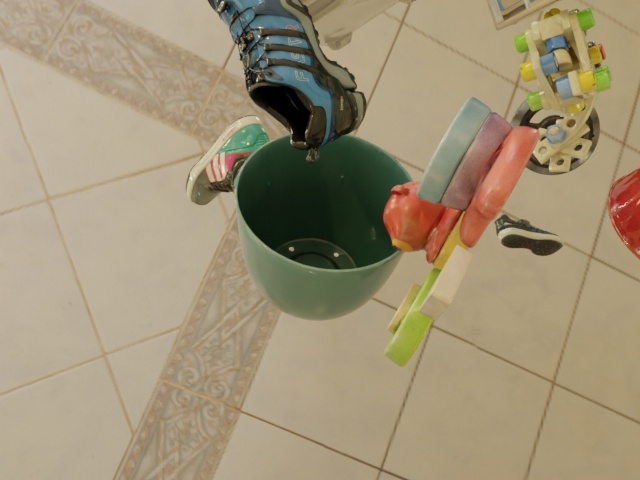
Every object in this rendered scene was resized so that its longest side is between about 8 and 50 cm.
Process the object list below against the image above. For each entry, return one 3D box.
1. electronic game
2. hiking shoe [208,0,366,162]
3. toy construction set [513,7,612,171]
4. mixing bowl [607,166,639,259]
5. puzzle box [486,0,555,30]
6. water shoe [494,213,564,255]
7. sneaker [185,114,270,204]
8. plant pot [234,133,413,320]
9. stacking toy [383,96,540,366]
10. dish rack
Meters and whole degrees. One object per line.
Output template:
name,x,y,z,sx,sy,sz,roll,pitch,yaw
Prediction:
electronic game,0.615,-0.285,1.761,0.230,0.048,0.229,2,106,9
hiking shoe,-0.065,-0.260,0.938,0.304,0.113,0.132,48,50,0
toy construction set,0.413,-0.254,1.109,0.151,0.327,0.214,-10,67,17
mixing bowl,0.458,-0.045,0.810,0.182,0.098,0.181,7,53,-9
puzzle box,0.285,-0.557,1.055,0.052,0.272,0.408,-23,98,-5
water shoe,0.513,-0.019,1.631,0.203,0.073,0.080,12,50,-31
sneaker,-0.193,-0.128,1.545,0.124,0.295,0.178,-10,64,-45
plant pot,0.000,0.000,1.133,0.293,0.235,0.292,4,52,-5
stacking toy,0.123,-0.012,0.817,0.130,0.309,0.279,30,63,9
dish rack,0.054,-0.414,1.177,0.286,0.333,0.072,-25,95,26
